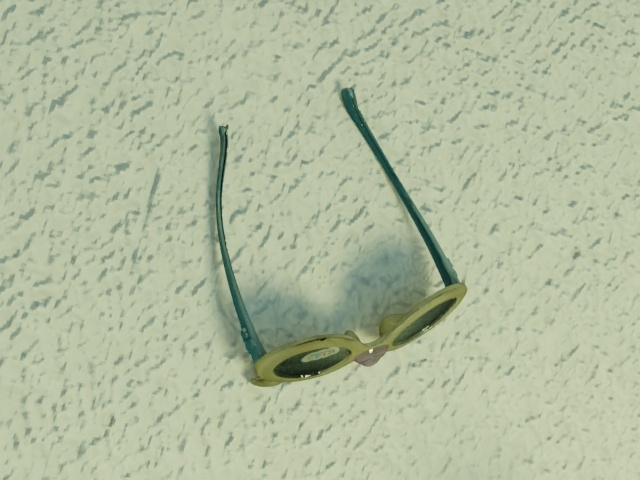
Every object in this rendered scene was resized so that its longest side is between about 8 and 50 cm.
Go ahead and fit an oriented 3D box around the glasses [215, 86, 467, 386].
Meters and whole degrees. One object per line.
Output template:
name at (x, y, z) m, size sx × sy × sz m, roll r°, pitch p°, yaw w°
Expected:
glasses at (0.010, -0.006, 1.123) m, size 0.189 × 0.088 × 0.221 m, roll -18°, pitch 92°, yaw -21°
